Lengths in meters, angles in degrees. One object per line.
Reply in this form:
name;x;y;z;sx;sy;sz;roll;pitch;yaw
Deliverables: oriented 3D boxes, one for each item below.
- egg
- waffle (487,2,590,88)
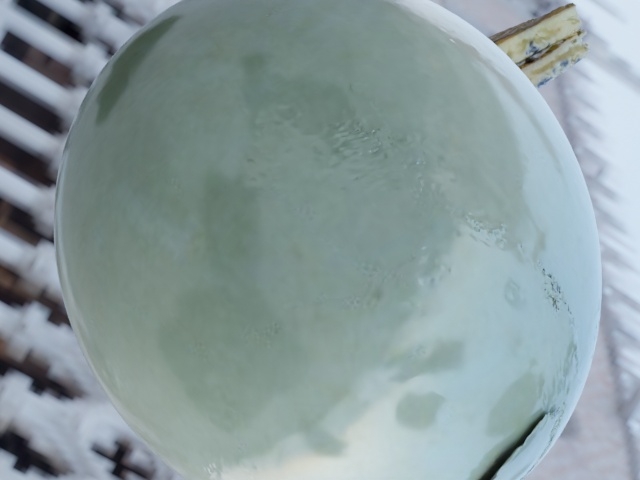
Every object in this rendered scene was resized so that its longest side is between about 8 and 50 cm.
egg;0.000;0.000;0.682;0.186;0.186;0.253;-54;-142;15
waffle;0.103;-0.106;1.267;0.102;0.042;0.148;-30;-175;-29
